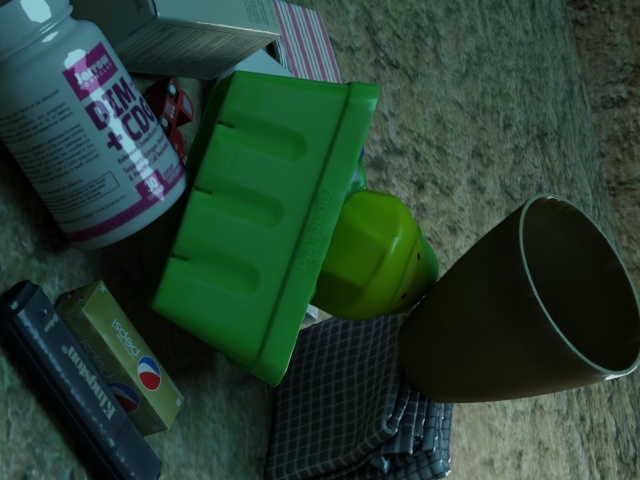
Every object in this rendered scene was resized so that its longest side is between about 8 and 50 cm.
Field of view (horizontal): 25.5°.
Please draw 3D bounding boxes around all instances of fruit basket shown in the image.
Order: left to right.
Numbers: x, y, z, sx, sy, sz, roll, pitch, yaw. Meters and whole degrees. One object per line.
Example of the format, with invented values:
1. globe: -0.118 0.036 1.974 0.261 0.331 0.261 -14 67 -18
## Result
1. fruit basket: 0.000 0.000 1.712 0.283 0.392 0.392 180 -112 -77

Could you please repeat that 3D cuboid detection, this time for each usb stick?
1. usb stick: -0.261 0.169 1.540 0.278 0.045 0.077 59 35 -20

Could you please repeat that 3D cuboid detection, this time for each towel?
1. towel: -0.031 -0.310 2.279 0.197 0.029 0.144 0 73 -63
2. towel: 0.050 0.209 1.877 0.121 0.235 0.283 46 35 -32

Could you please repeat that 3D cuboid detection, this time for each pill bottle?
1. pill bottle: -0.282 -0.144 1.576 0.283 0.160 0.160 59 30 -21

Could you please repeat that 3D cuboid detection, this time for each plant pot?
1. plant pot: 0.227 0.101 1.751 0.237 0.254 0.237 29 46 -35

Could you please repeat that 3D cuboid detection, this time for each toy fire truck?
1. toy fire truck: -0.187 -0.105 1.844 0.135 0.047 0.192 48 34 -37

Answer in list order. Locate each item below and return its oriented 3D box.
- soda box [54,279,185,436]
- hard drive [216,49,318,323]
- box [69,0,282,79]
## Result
1. soda box: -0.231 0.136 1.597 0.181 0.061 0.058 58 31 -23
2. hard drive: -0.073 -0.085 2.003 0.233 0.047 0.353 34 51 -48
3. box: -0.189 -0.297 1.809 0.232 0.148 0.127 -1 70 -51
